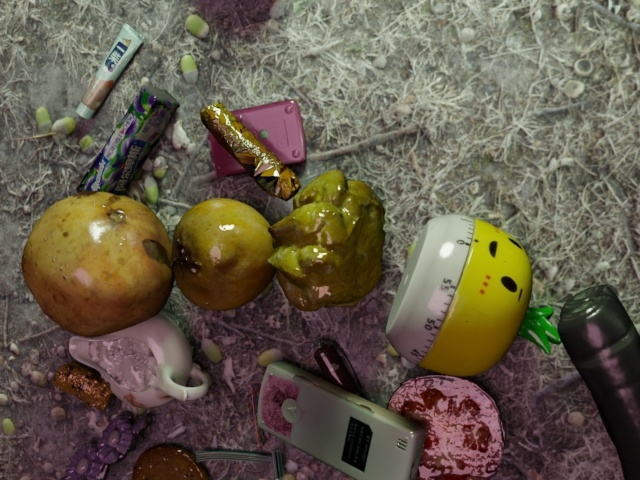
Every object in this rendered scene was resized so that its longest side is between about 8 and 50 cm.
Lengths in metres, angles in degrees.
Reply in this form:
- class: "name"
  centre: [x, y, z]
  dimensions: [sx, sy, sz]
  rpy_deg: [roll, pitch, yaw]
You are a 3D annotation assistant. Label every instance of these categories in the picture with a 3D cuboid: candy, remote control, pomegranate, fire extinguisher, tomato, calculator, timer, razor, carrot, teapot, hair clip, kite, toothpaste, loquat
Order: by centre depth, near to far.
- class: "razor"
  centre: [0.486, 0.244, 1.220]
  dimensions: [0.114, 0.204, 0.348]
  rpy_deg: [-23, 93, 19]
- class: "timer"
  centre: [0.266, 0.107, 1.256]
  dimensions: [0.285, 0.285, 0.285]
  rpy_deg: [3, 99, 19]
- class: "tomato"
  centre: [0.227, 0.336, 1.386]
  dimensions: [0.225, 0.085, 0.224]
  rpy_deg: [1, 94, 22]
- class: "carrot"
  centre: [-0.130, -0.163, 1.418]
  dimensions: [0.228, 0.069, 0.069]
  rpy_deg: [46, 109, 6]
- class: "remote control"
  centre: [0.027, 0.343, 1.419]
  dimensions: [0.344, 0.050, 0.145]
  rpy_deg: [20, 106, 33]
- class: "loquat"
  centre: [-0.184, 0.025, 1.423]
  dimensions: [0.213, 0.213, 0.213]
  rpy_deg: [3, 99, 19]
- class: "pomegranate"
  centre: [-0.415, 0.045, 1.447]
  dimensions: [0.281, 0.281, 0.281]
  rpy_deg: [3, 99, 19]
- class: "calculator"
  centre: [-0.123, -0.194, 1.461]
  dimensions: [0.191, 0.034, 0.126]
  rpy_deg: [-8, 93, 19]
- class: "fire extinguisher"
  centre: [0.030, 0.251, 1.466]
  dimensions: [0.064, 0.043, 0.158]
  rpy_deg: [-30, 88, -9]
- class: "candy"
  centre: [-0.392, -0.169, 1.528]
  dimensions: [0.061, 0.088, 0.312]
  rpy_deg: [43, 109, 13]
- class: "kite"
  centre: [-0.085, 0.343, 1.537]
  dimensions: [0.159, 0.010, 0.190]
  rpy_deg: [41, 109, 9]
- class: "toothpaste"
  centre: [-0.426, -0.336, 1.547]
  dimensions: [0.056, 0.036, 0.205]
  rpy_deg: [39, 104, 9]
- class: "teapot"
  centre: [-0.351, 0.243, 1.549]
  dimensions: [0.298, 0.139, 0.204]
  rpy_deg: [13, 99, 18]
- class: "razor"
  centre: [-0.164, 0.443, 1.565]
  dimensions: [0.191, 0.037, 0.068]
  rpy_deg: [-1, 102, 22]
- class: "hair clip"
  centre: [-0.466, 0.465, 1.656]
  dimensions: [0.292, 0.085, 0.106]
  rpy_deg: [-44, 39, 17]

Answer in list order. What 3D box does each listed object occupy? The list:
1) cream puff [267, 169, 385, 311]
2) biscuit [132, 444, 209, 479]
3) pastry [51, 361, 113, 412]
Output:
- class: "cream puff"
  centre: [0.014, 0.006, 1.339]
  dimensions: [0.196, 0.244, 0.244]
  rpy_deg: [-23, 90, 31]
- class: "biscuit"
  centre: [-0.317, 0.522, 1.636]
  dimensions: [0.188, 0.027, 0.187]
  rpy_deg: [3, 100, 19]
- class: "pastry"
  centre: [-0.509, 0.311, 1.660]
  dimensions: [0.140, 0.056, 0.080]
  rpy_deg: [28, 114, 7]
